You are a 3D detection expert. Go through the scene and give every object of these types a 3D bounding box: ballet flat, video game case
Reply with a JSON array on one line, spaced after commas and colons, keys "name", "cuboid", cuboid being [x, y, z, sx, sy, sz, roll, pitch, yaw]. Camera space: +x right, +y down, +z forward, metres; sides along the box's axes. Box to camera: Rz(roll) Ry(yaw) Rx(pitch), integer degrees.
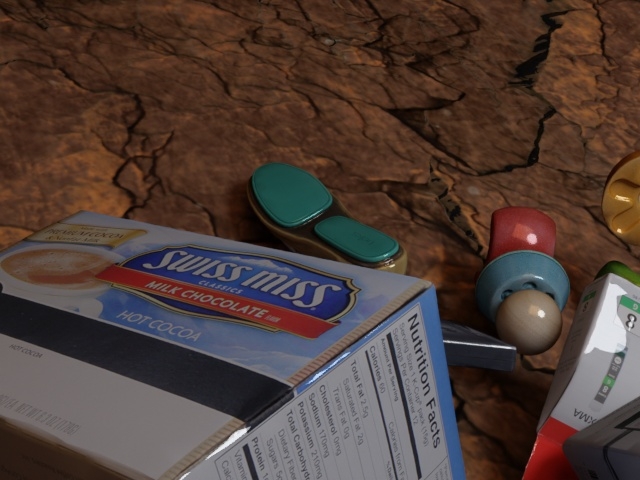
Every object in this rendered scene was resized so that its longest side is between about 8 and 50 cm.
[{"name": "ballet flat", "cuboid": [0.000, 0.000, 1.179, 0.080, 0.073, 0.232, -25, 37, -22]}, {"name": "video game case", "cuboid": [0.007, 0.076, 1.051, 0.274, 0.026, 0.196, 5, 2, -10]}]

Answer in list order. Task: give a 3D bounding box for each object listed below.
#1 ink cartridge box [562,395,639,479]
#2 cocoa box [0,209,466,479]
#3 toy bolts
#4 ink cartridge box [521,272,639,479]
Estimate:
[{"name": "ink cartridge box", "cuboid": [0.290, 0.207, 0.839, 0.121, 0.289, 0.211, -29, 83, -2]}, {"name": "cocoa box", "cuboid": [-0.106, 0.142, 0.793, 0.347, 0.231, 0.228, 11, 33, 41]}, {"name": "toy bolts", "cuboid": [0.260, 0.036, 1.126, 0.228, 0.218, 0.158, 5, 31, 0]}, {"name": "ink cartridge box", "cuboid": [0.276, 0.164, 1.019, 0.181, 0.056, 0.225, 28, 63, -6]}]
